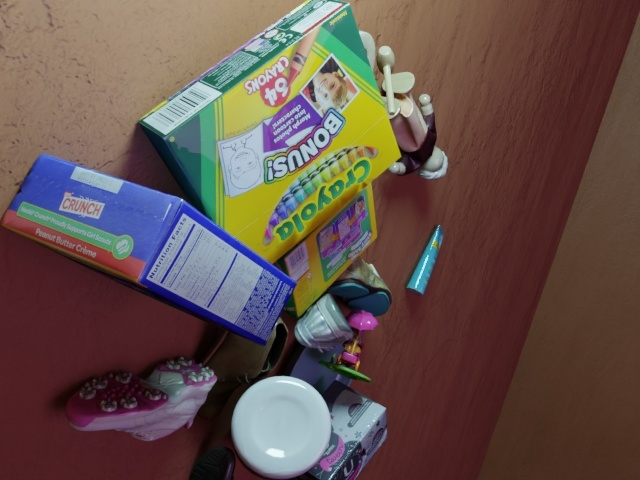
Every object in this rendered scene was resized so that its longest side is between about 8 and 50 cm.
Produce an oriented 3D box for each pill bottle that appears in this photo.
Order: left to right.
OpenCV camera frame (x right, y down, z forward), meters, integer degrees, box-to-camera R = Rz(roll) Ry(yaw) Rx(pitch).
[{"bbox_3d":[-0.087,0.391,1.442,0.188,0.188,0.334,-55,174,-19],"label":"pill bottle"}]

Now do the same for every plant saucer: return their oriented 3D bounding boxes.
[{"bbox_3d":[-0.007,0.331,1.750,0.318,0.044,0.317,-34,136,-41],"label":"plant saucer"}]

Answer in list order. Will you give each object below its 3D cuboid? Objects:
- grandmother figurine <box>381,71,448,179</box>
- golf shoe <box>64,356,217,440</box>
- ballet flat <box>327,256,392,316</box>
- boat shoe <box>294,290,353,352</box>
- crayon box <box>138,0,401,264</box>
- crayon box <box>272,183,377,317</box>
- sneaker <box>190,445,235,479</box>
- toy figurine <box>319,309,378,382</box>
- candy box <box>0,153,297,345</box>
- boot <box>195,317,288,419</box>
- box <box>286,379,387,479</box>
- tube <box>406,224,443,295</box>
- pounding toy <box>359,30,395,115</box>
[{"bbox_3d":[0.223,-0.241,1.676,0.207,0.104,0.342,-55,145,-3],"label":"grandmother figurine"},{"bbox_3d":[-0.304,0.296,1.213,0.306,0.115,0.140,-1,114,-55],"label":"golf shoe"},{"bbox_3d":[0.090,0.095,1.687,0.123,0.123,0.348,-63,154,-6],"label":"ballet flat"},{"bbox_3d":[0.001,0.180,1.498,0.103,0.118,0.320,-31,175,-3],"label":"boat shoe"},{"bbox_3d":[-0.061,-0.165,1.167,0.363,0.106,0.313,-40,132,-15],"label":"crayon box"},{"bbox_3d":[0.000,0.000,1.415,0.278,0.081,0.165,-44,142,-32],"label":"crayon box"},{"bbox_3d":[-0.216,0.528,1.523,0.130,0.087,0.227,-9,120,-57],"label":"sneaker"},{"bbox_3d":[0.085,0.248,1.709,0.173,0.130,0.159,82,28,-74],"label":"toy figurine"},{"bbox_3d":[-0.226,0.020,0.996,0.122,0.268,0.317,-65,148,-11],"label":"candy box"},{"bbox_3d":[-0.162,0.249,1.365,0.112,0.115,0.305,-11,134,-55],"label":"boot"},{"bbox_3d":[0.033,0.493,1.717,0.247,0.163,0.142,-44,144,-33],"label":"box"},{"bbox_3d":[0.314,0.059,2.062,0.207,0.052,0.080,-65,160,-15],"label":"tube"},{"bbox_3d":[0.061,-0.305,1.327,0.269,0.155,0.154,-50,150,-25],"label":"pounding toy"}]
